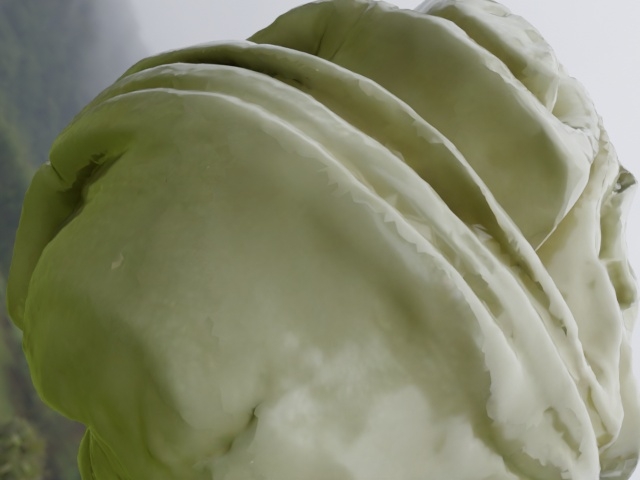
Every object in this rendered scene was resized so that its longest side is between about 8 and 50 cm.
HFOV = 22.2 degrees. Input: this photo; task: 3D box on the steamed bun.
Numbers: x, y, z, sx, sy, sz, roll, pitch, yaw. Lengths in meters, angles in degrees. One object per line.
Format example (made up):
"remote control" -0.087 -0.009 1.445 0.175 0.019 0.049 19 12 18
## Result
"steamed bun" 0.002 0.000 0.661 0.276 0.289 0.203 7 -79 44
